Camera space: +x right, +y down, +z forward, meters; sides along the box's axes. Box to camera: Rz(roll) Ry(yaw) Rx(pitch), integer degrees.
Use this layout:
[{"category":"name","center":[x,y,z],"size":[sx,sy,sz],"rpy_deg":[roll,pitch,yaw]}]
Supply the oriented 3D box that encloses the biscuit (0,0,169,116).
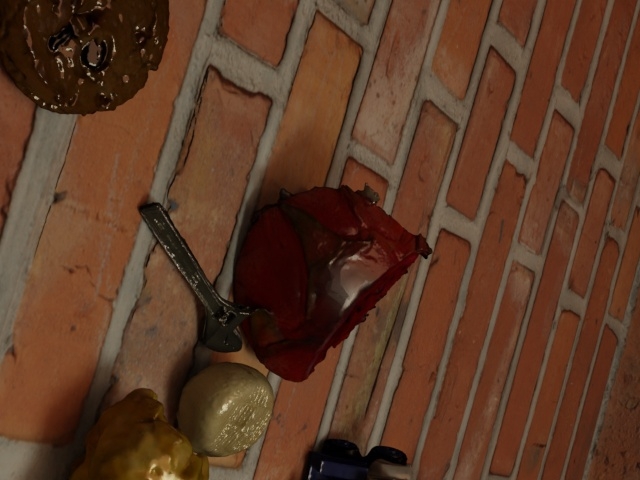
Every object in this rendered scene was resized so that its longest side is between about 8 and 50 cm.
[{"category":"biscuit","center":[-0.283,-0.291,1.374],"size":[0.296,0.075,0.296],"rpy_deg":[-28,124,-52]}]

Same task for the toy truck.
[{"category":"toy truck","center":[0.074,0.470,2.087],"size":[0.177,0.213,0.161],"rpy_deg":[172,-72,-86]}]

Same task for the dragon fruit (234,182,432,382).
[{"category":"dragon fruit","center":[-0.011,0.061,1.794],"size":[0.282,0.100,0.343],"rpy_deg":[41,96,-18]}]

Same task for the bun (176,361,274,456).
[{"category":"bun","center":[-0.155,0.264,1.753],"size":[0.164,0.111,0.188],"rpy_deg":[-58,150,1]}]

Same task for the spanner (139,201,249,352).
[{"category":"spanner","center":[-0.188,0.060,1.672],"size":[0.093,0.026,0.325],"rpy_deg":[-26,129,2]}]

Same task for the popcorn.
[{"category":"popcorn","center":[-0.264,0.342,1.546],"size":[0.191,0.190,0.253],"rpy_deg":[37,78,-24]}]
